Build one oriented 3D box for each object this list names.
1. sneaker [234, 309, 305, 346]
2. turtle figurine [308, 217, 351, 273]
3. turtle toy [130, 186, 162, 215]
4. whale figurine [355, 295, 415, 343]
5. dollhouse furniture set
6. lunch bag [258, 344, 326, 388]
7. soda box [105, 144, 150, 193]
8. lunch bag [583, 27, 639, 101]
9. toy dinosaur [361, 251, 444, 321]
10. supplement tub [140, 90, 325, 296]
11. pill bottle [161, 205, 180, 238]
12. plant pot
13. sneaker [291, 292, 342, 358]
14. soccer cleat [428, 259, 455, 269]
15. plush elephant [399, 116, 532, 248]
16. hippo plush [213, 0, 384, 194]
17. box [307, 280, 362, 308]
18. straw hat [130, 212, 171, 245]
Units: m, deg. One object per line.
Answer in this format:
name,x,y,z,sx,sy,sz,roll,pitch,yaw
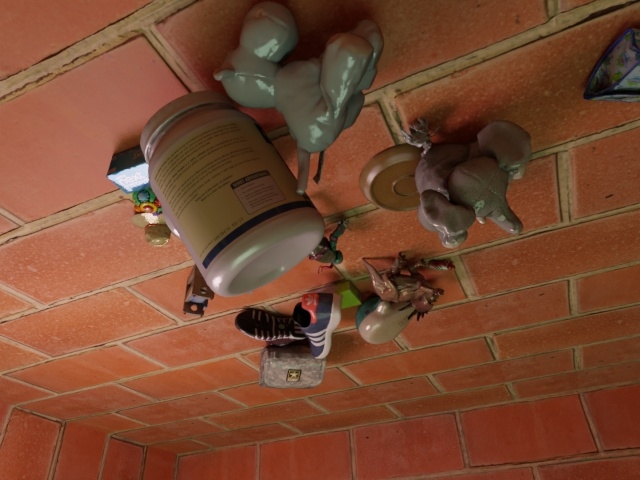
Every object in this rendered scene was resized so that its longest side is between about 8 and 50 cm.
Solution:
sneaker,-0.199,0.343,1.784,0.282,0.106,0.162,15,144,-24
turtle figurine,0.000,0.000,1.315,0.175,0.118,0.234,-30,131,33
turtle toy,-0.401,-0.095,1.188,0.130,0.066,0.095,16,140,-24
whale figurine,0.240,0.232,1.662,0.272,0.141,0.216,-39,139,7
dollhouse furniture set,-0.312,0.159,1.494,0.184,0.128,0.129,14,141,-21
lunch bag,-0.115,0.498,1.922,0.236,0.168,0.287,4,155,-10
soda box,-0.364,-0.175,1.079,0.210,0.067,0.071,-15,143,17
lunch bag,0.605,-0.319,0.928,0.129,0.096,0.151,0,159,-9
toy dinosaur,0.254,0.154,1.504,0.296,0.127,0.200,14,139,-4
supplement tub,-0.167,-0.087,0.895,0.236,0.324,0.235,-31,165,-9
pill bottle,-0.224,-0.101,1.124,0.264,0.146,0.146,-20,141,22
plant pot,0.213,-0.142,1.194,0.237,0.032,0.236,-2,145,-1
sneaker,-0.026,0.280,1.627,0.148,0.131,0.350,9,137,-3
soccer cleat,0.381,0.080,1.521,0.083,0.029,0.035,7,152,-8
plush elephant,0.325,-0.110,1.025,0.330,0.255,0.272,38,103,-30
hippo plush,-0.047,-0.282,0.866,0.237,0.234,0.294,28,111,5
box,0.038,0.198,1.646,0.178,0.042,0.109,-17,141,20
straw hat,-0.425,-0.019,1.269,0.145,0.061,0.144,0,160,0
